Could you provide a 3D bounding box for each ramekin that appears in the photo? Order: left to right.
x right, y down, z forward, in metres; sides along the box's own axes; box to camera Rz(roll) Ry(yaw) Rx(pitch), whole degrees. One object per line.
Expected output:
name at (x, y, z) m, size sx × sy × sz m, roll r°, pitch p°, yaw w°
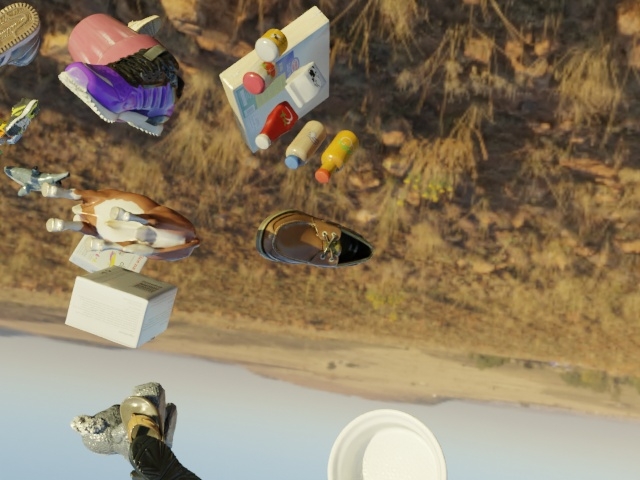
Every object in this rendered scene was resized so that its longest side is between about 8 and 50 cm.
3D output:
ramekin at (0.167, 0.549, 1.536) m, size 0.277 × 0.277 × 0.135 m, roll 3°, pitch 158°, yaw 21°

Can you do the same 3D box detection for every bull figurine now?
bull figurine at (-0.346, -0.034, 1.096) m, size 0.310 × 0.101 × 0.188 m, roll 11°, pitch -176°, yaw 34°

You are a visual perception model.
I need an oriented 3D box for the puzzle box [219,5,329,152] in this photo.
puzzle box at (-0.096, -0.380, 1.613) m, size 0.052 × 0.272 × 0.409 m, roll 52°, pitch 173°, yaw 10°

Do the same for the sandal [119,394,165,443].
sandal at (-0.404, 0.446, 1.483) m, size 0.090 × 0.219 × 0.060 m, roll -26°, pitch 147°, yaw 0°

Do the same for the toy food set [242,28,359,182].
toy food set at (-0.050, -0.198, 1.014) m, size 0.111 × 0.104 × 0.232 m, roll -11°, pitch 125°, yaw 41°

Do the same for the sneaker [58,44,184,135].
sneaker at (-0.319, -0.277, 1.109) m, size 0.102 × 0.146 × 0.293 m, roll 42°, pitch -172°, yaw 7°

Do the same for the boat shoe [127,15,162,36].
boat shoe at (-0.549, -0.621, 1.932) m, size 0.059 × 0.170 × 0.063 m, roll 43°, pitch 161°, yaw 19°

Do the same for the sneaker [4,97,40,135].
sneaker at (-0.536, -0.220, 1.162) m, size 0.035 × 0.083 × 0.031 m, roll 23°, pitch 152°, yaw 15°

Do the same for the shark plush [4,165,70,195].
shark plush at (-0.676, -0.148, 1.560) m, size 0.161 × 0.073 × 0.067 m, roll 9°, pitch 136°, yaw 24°

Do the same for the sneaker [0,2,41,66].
sneaker at (-0.749, -0.416, 1.456) m, size 0.099 × 0.282 × 0.153 m, roll 57°, pitch 165°, yaw -10°

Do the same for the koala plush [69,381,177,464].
koala plush at (-0.493, 0.477, 1.619) m, size 0.221 × 0.203 × 0.196 m, roll -2°, pitch 143°, yaw 4°

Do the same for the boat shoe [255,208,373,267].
boat shoe at (0.000, 0.000, 1.344) m, size 0.104 × 0.111 × 0.307 m, roll 14°, pitch -172°, yaw 36°

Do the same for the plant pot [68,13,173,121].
plant pot at (-0.452, -0.396, 1.447) m, size 0.180 × 0.201 × 0.201 m, roll 45°, pitch 176°, yaw 14°

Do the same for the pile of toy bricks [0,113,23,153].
pile of toy bricks at (-0.792, -0.218, 1.493) m, size 0.118 × 0.212 × 0.105 m, roll 8°, pitch 147°, yaw 40°

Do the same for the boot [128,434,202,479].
boot at (-0.204, 0.289, 0.803) m, size 0.121 × 0.045 × 0.099 m, roll 45°, pitch 139°, yaw -18°

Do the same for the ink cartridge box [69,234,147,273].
ink cartridge box at (-0.574, 0.039, 1.796) m, size 0.176 × 0.128 × 0.127 m, roll 33°, pitch 157°, yaw -18°

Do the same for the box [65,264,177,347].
box at (-0.459, 0.150, 1.523) m, size 0.181 × 0.119 × 0.181 m, roll 18°, pitch -172°, yaw 7°
